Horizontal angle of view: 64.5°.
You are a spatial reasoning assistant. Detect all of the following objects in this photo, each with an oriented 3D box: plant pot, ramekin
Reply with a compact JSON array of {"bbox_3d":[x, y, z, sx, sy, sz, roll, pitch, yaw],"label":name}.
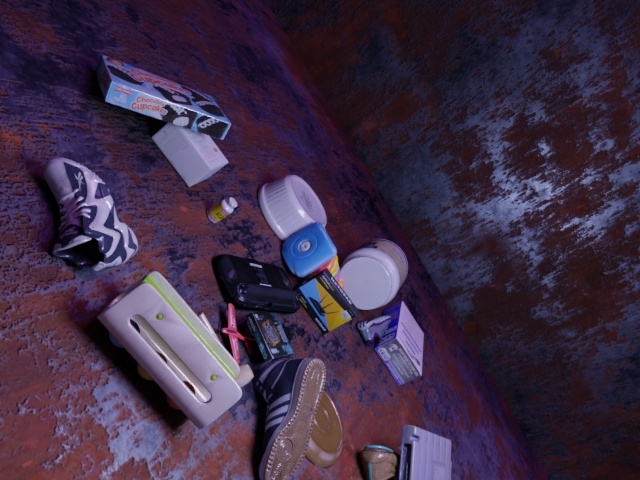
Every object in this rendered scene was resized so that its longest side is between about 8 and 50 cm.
[{"bbox_3d":[-0.008,0.463,1.315,0.236,0.032,0.236,48,22,-27],"label":"plant pot"},{"bbox_3d":[-0.090,-0.112,1.813,0.273,0.127,0.272,46,23,-27],"label":"ramekin"}]

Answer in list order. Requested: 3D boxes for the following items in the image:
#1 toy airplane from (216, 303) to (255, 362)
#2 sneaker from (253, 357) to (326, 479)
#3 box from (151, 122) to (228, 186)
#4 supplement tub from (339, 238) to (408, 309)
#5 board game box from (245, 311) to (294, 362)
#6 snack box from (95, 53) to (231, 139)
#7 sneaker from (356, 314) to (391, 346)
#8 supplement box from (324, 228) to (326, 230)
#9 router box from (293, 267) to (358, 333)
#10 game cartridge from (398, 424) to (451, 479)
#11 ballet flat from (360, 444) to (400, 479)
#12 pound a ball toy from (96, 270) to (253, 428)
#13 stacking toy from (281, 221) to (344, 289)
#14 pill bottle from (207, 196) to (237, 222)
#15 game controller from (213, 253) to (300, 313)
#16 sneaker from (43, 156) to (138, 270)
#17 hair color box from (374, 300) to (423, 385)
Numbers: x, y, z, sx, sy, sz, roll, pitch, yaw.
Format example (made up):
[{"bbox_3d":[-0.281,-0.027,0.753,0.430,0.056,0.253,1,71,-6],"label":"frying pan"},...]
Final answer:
[{"bbox_3d":[-0.198,0.228,1.220,0.151,0.028,0.151,46,29,-35],"label":"toy airplane"},{"bbox_3d":[-0.097,0.396,1.143,0.099,0.153,0.282,46,54,-36],"label":"sneaker"},{"bbox_3d":[-0.366,-0.256,1.437,0.170,0.091,0.130,55,20,-7],"label":"box"},{"bbox_3d":[0.207,0.130,1.989,0.235,0.235,0.325,58,20,1],"label":"supplement tub"},{"bbox_3d":[-0.127,0.245,1.302,0.126,0.026,0.186,64,8,14],"label":"board game box"},{"bbox_3d":[-0.416,-0.378,1.350,0.322,0.060,0.187,12,29,-39],"label":"snack box"},{"bbox_3d":[0.213,0.347,1.946,0.224,0.083,0.098,-1,73,-55],"label":"sneaker"},{"bbox_3d":[0.000,0.000,1.951,0.036,0.062,0.098,26,37,-57],"label":"supplement box"},{"bbox_3d":[0.015,0.192,1.608,0.179,0.133,0.046,53,20,-12],"label":"router box"},{"bbox_3d":[0.285,0.715,1.400,0.230,0.068,0.355,38,52,-43],"label":"game cartridge"},{"bbox_3d":[0.228,0.674,1.467,0.342,0.116,0.124,35,51,-46],"label":"ballet flat"},{"bbox_3d":[-0.269,0.218,0.977,0.319,0.136,0.208,53,-4,-12],"label":"pound a ball toy"},{"bbox_3d":[0.009,0.095,1.748,0.302,0.166,0.175,52,6,-49],"label":"stacking toy"},{"bbox_3d":[-0.274,-0.086,1.417,0.043,0.083,0.043,47,23,-27],"label":"pill bottle"},{"bbox_3d":[-0.169,0.123,1.415,0.166,0.067,0.319,52,15,27],"label":"game controller"},{"bbox_3d":[-0.450,-0.041,0.934,0.153,0.094,0.235,-80,145,-73],"label":"sneaker"},{"bbox_3d":[0.326,0.406,2.054,0.185,0.110,0.339,56,19,-8],"label":"hair color box"}]
